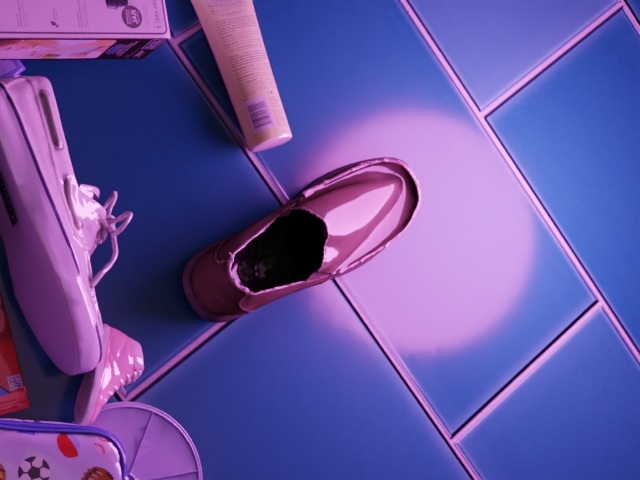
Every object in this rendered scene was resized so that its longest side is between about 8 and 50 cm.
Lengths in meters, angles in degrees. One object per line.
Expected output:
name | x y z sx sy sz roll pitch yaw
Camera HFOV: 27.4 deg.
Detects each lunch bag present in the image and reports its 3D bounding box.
lunch bag | -0.347 0.356 1.487 0.243 0.115 0.303 8 76 -23

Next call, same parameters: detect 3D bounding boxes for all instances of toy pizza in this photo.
toy pizza | -0.244 0.300 1.622 0.201 0.032 0.201 4 81 -23

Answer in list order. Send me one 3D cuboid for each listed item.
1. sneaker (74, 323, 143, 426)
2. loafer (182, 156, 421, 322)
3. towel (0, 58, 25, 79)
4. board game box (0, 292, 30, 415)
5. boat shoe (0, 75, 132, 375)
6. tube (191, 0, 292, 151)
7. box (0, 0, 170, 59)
sneaker | -0.254 0.173 1.612 0.070 0.051 0.134 26 54 -24
loafer | 0.000 0.000 1.716 0.366 0.130 0.134 -32 97 -24
towel | -0.521 -0.215 1.562 0.285 0.034 0.209 -35 98 -24
board game box | -0.494 0.163 1.531 0.281 0.027 0.145 -14 88 -25
boat shoe | -0.305 -0.028 1.595 0.156 0.136 0.367 -19 87 -36
tube | -0.102 -0.238 1.746 0.070 0.062 0.240 -10 80 -68
box | -0.341 -0.311 1.601 0.290 0.087 0.169 -6 83 -33
